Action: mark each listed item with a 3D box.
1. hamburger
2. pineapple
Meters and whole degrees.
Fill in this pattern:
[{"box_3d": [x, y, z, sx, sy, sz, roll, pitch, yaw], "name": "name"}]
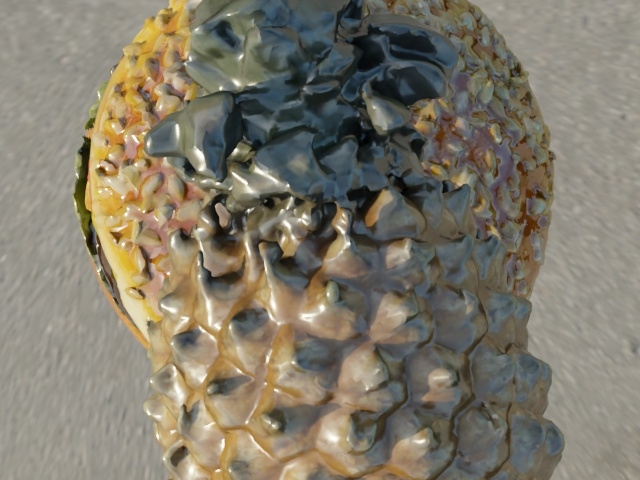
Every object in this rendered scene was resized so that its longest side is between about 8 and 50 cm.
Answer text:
[{"box_3d": [-0.009, -0.035, 1.346, 0.330, 0.250, 0.330, -1, 94, -11], "name": "hamburger"}, {"box_3d": [0.002, 0.000, 0.963, 0.223, 0.223, 0.357, -10, 107, -2], "name": "pineapple"}]
